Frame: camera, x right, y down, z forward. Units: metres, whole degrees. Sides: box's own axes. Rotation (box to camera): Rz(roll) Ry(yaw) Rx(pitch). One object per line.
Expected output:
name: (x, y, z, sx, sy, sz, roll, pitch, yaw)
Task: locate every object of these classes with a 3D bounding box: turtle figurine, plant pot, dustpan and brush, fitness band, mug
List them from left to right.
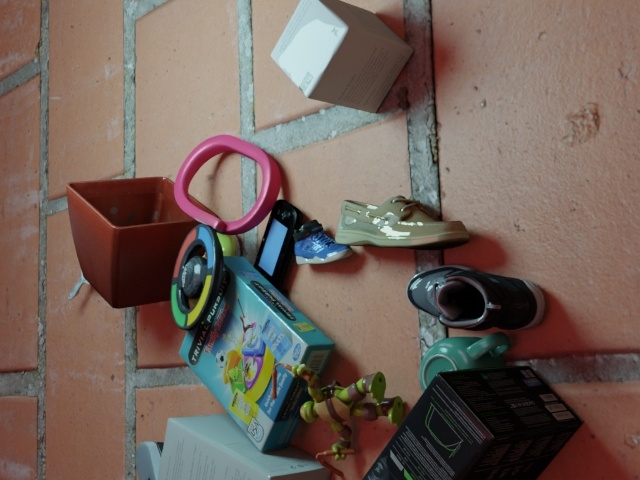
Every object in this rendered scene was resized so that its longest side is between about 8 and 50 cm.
dustpan and brush: (-0.627, 0.086, 2.359, 0.147, 0.060, 0.211, 52, 121, 36)
plant pot: (-0.435, 0.011, 2.045, 0.267, 0.267, 0.235, 34, 121, 43)
fitness band: (-0.207, -0.125, 1.908, 0.291, 0.054, 0.209, 28, 83, 41)
turtle figurine: (0.045, 0.317, 1.603, 0.217, 0.087, 0.269, -16, 108, 33)
mug: (0.231, 0.212, 1.428, 0.129, 0.097, 0.157, 20, 101, 45)

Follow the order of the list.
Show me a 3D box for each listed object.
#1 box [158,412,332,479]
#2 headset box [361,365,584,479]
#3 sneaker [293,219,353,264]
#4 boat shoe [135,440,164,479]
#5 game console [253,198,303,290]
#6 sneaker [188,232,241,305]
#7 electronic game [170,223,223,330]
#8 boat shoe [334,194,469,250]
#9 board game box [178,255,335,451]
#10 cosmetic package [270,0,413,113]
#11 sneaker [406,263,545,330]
box: (-0.166, 0.510, 1.760, 0.345, 0.168, 0.214, 14, 97, 45)
headset box: (0.220, 0.342, 1.322, 0.131, 0.246, 0.283, 49, 121, 37)
sneaker: (-0.001, 0.000, 1.712, 0.152, 0.058, 0.084, -6, 99, 52)
boat shoe: (-0.341, 0.603, 1.980, 0.113, 0.105, 0.306, -56, 44, 31)
game console: (-0.129, 0.083, 1.855, 0.213, 0.044, 0.361, 32, 108, 43)
sneaker: (-0.250, 0.064, 1.946, 0.081, 0.094, 0.208, 32, 107, 45)
electronic game: (-0.266, 0.077, 1.826, 0.229, 0.048, 0.229, -30, 55, 53)
boat shoe: (0.139, -0.034, 1.547, 0.302, 0.109, 0.098, 3, 89, 52)
board game box: (-0.142, 0.224, 1.771, 0.336, 0.079, 0.253, 39, 114, 40)
cosmetic package: (0.040, -0.352, 1.622, 0.151, 0.184, 0.151, 52, 121, 36)
sneaker: (0.218, 0.089, 1.414, 0.269, 0.153, 0.101, 6, 90, 46)
